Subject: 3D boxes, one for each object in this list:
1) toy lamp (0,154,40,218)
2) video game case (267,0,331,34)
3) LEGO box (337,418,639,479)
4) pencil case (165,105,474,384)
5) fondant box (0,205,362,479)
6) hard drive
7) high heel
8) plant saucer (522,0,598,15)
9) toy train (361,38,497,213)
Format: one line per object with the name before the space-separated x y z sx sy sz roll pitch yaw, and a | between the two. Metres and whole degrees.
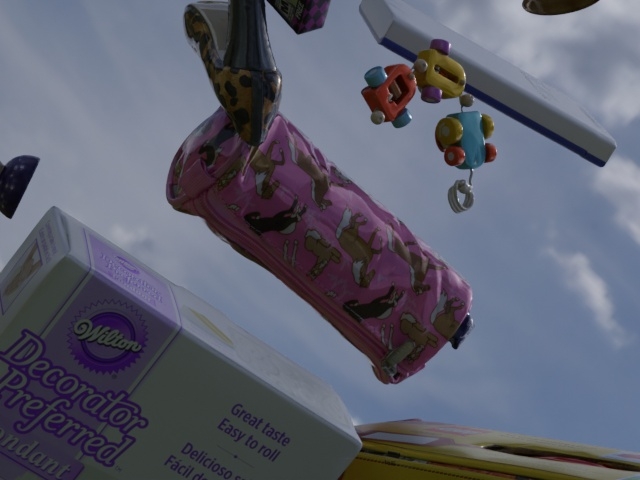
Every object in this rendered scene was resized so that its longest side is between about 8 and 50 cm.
toy lamp | -0.421 -0.115 1.719 0.274 0.080 0.080 26 -18 -12
video game case | -0.044 -0.361 1.719 0.210 0.042 0.232 51 -36 26
LEGO box | 0.218 0.382 1.572 0.500 0.193 0.373 4 -87 43
pencil case | 0.000 0.000 1.905 0.386 0.160 0.167 42 1 -25
fondant box | -0.170 0.180 1.107 0.238 0.330 0.096 35 8 -22
hard drive | 0.203 -0.206 2.109 0.318 0.040 0.210 28 14 -14
high heel | -0.095 -0.166 1.799 0.261 0.093 0.186 133 -46 -75
plant saucer | 0.240 -0.247 1.686 0.083 0.083 0.015 129 -44 -68
toy train | 0.092 -0.108 1.531 0.046 0.125 0.166 -3 -46 45
